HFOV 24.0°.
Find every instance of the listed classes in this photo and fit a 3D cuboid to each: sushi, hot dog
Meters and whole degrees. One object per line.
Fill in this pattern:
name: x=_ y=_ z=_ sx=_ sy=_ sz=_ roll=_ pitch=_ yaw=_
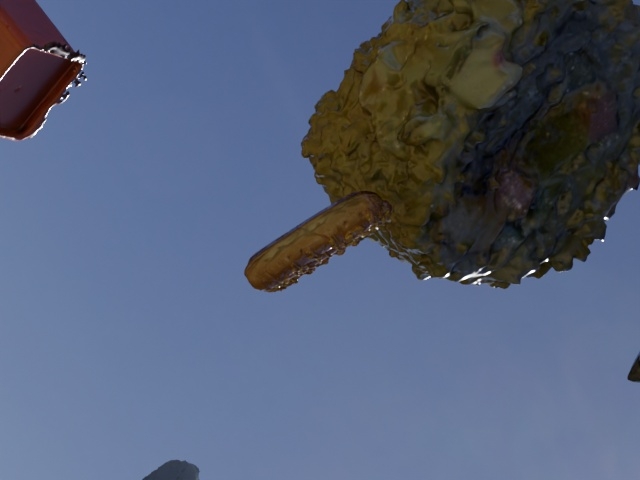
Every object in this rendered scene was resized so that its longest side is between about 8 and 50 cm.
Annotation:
sushi: x=0.188 y=-0.143 z=1.681 sx=0.396 sy=0.351 sz=0.240 roll=-54 pitch=-134 yaw=-1
hot dog: x=0.000 y=0.000 z=1.530 sx=0.045 sy=0.165 sz=0.071 roll=61 pitch=9 yaw=15

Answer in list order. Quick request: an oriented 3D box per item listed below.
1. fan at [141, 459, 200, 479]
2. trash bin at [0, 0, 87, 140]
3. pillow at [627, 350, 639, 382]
fan: x=-0.224 y=0.341 z=1.548 sx=0.009 sy=0.329 sz=0.191 roll=27 pitch=-59 yaw=24
trash bin: x=-0.358 y=-0.219 z=1.519 sx=0.239 sy=0.184 sz=0.161 roll=46 pitch=-76 yaw=16
pillow: x=0.443 y=0.063 z=1.611 sx=0.106 sy=0.186 sz=0.250 roll=-113 pitch=-155 yaw=-44
